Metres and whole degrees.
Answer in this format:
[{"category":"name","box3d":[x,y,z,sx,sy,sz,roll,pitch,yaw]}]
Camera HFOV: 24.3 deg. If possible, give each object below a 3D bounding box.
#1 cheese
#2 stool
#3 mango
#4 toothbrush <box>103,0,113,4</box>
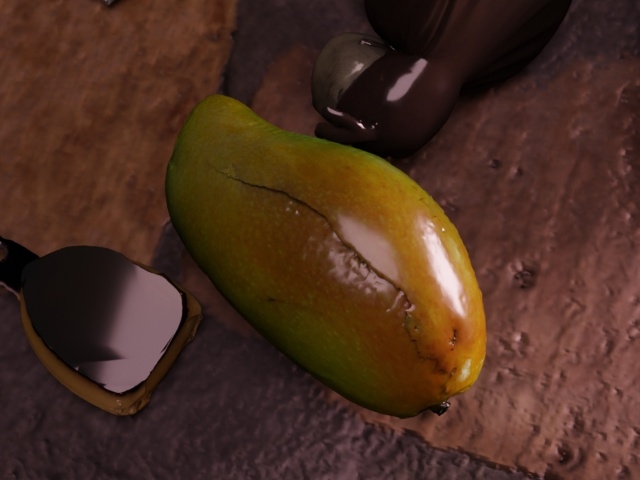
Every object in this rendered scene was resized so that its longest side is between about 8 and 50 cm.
[{"category":"cheese","box3d":[-0.155,0.032,0.870,0.162,0.036,0.086,30,75,13]},{"category":"stool","box3d":[0.063,-0.140,0.891,0.217,0.125,0.121,-49,55,4]},{"category":"mango","box3d":[0.000,0.000,0.832,0.125,0.111,0.233,-47,70,13]},{"category":"toothbrush","box3d":[-0.050,-0.241,0.982,0.263,0.022,0.026,-42,58,-13]}]
